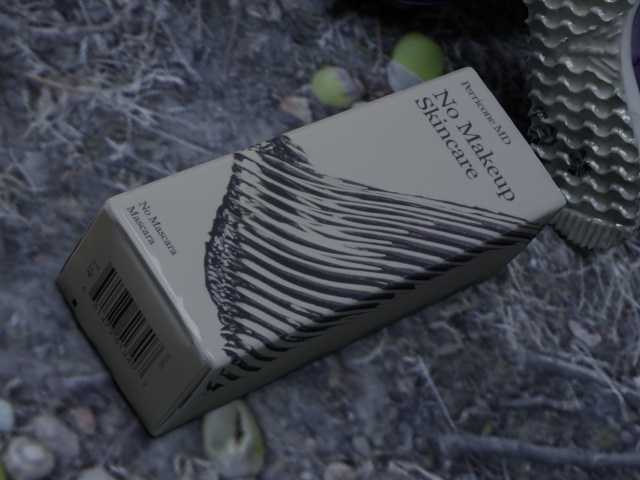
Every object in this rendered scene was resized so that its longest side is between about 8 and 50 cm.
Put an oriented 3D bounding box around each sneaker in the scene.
[{"bbox_3d":[0.207,-0.152,1.099,0.102,0.293,0.146,22,31,38],"label":"sneaker"}]

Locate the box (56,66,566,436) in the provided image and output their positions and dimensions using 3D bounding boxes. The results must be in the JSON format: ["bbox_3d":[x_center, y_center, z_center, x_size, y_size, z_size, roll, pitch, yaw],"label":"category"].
[{"bbox_3d":[0.000,0.000,0.969,0.275,0.094,0.113,-25,74,-37],"label":"box"}]

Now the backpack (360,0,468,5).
[{"bbox_3d":[0.114,-0.305,1.171,0.276,0.213,0.263,-6,53,-28],"label":"backpack"}]
